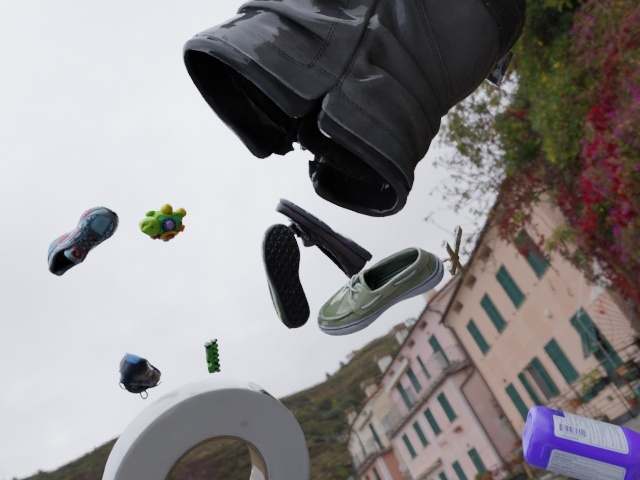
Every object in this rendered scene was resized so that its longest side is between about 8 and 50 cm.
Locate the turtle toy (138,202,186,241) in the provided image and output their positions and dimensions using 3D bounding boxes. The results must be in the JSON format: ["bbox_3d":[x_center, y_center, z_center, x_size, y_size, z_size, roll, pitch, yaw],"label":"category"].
[{"bbox_3d":[-0.362,-0.034,1.340,0.095,0.066,0.130,-31,-19,18],"label":"turtle toy"}]

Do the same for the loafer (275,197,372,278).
[{"bbox_3d":[0.000,0.000,1.547,0.302,0.109,0.095,32,-87,-20],"label":"loafer"}]

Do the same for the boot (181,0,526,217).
[{"bbox_3d":[-0.025,-0.190,0.421,0.222,0.338,0.118,-50,-5,-26],"label":"boot"}]

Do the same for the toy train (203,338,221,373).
[{"bbox_3d":[-0.180,0.193,0.983,0.024,0.017,0.083,-7,-47,-11],"label":"toy train"}]

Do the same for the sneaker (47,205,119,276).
[{"bbox_3d":[-0.665,0.013,1.658,0.262,0.125,0.104,-37,-55,18],"label":"sneaker"}]

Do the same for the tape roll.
[{"bbox_3d":[-0.204,0.452,1.099,0.392,0.392,0.072,-11,9,-28],"label":"tape roll"}]

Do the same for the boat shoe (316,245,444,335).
[{"bbox_3d":[0.103,0.095,1.203,0.302,0.109,0.094,-33,-48,22],"label":"boat shoe"}]

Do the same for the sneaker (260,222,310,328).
[{"bbox_3d":[-0.089,0.081,1.265,0.084,0.234,0.097,-11,4,-24],"label":"sneaker"}]

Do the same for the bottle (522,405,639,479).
[{"bbox_3d":[0.495,0.365,1.001,0.118,0.283,0.092,-34,-46,-72],"label":"bottle"}]

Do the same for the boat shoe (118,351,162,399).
[{"bbox_3d":[-0.501,0.367,1.584,0.109,0.089,0.258,14,-23,8],"label":"boat shoe"}]

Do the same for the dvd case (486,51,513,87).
[{"bbox_3d":[0.406,-0.422,1.388,0.119,0.013,0.087,12,-78,-43],"label":"dvd case"}]

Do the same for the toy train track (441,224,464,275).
[{"bbox_3d":[0.159,0.012,0.709,0.014,0.083,0.048,-18,-59,33],"label":"toy train track"}]
